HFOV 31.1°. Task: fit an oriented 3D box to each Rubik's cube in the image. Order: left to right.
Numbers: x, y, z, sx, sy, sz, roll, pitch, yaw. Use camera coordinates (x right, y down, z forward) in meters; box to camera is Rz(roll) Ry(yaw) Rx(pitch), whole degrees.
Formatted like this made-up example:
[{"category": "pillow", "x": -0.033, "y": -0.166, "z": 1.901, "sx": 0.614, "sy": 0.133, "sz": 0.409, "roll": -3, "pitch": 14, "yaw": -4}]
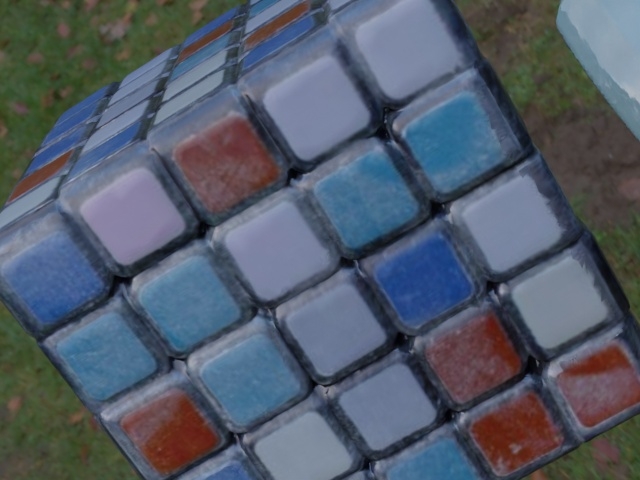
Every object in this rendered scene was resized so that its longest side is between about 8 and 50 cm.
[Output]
[{"category": "Rubik's cube", "x": 0.000, "y": 0.000, "z": 0.738, "sx": 0.287, "sy": 0.292, "sz": 0.293, "roll": -31, "pitch": 17, "yaw": 8}]

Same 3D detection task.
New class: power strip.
[{"category": "power strip", "x": 0.208, "y": -0.058, "z": 0.567, "sx": 0.054, "sy": 0.253, "sz": 0.168, "roll": -43, "pitch": 68, "yaw": 26}]
